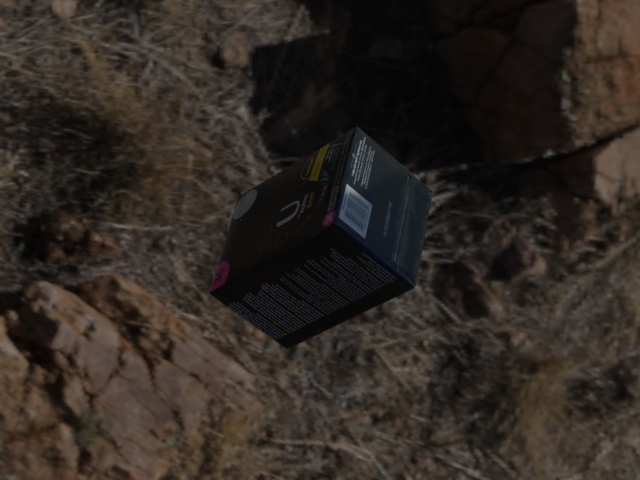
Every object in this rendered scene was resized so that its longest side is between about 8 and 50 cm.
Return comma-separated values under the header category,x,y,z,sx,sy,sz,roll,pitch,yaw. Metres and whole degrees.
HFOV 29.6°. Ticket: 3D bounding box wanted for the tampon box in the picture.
category,x,y,z,sx,sy,sz,roll,pitch,yaw
tampon box,0.000,0.000,1.066,0.101,0.161,0.120,39,43,-26
